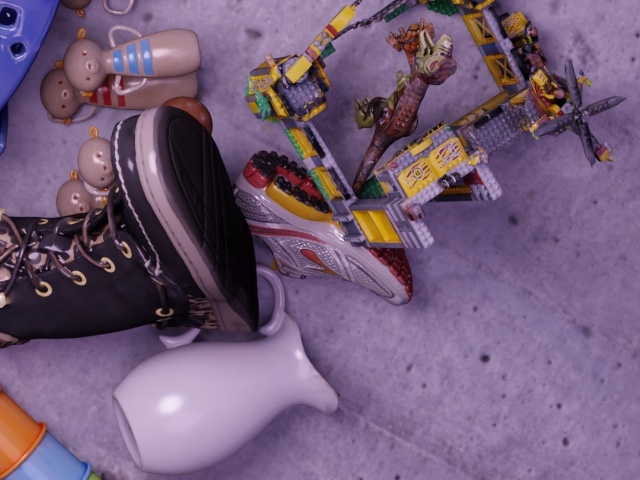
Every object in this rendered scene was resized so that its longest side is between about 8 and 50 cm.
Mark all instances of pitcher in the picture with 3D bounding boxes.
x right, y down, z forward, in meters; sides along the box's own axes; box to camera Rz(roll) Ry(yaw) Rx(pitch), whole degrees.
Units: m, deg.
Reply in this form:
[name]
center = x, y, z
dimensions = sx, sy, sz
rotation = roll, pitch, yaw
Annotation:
[pitcher]
center = -0.109, 0.131, 1.766
dimensions = 0.207, 0.125, 0.177
rotation = -21, 87, -16

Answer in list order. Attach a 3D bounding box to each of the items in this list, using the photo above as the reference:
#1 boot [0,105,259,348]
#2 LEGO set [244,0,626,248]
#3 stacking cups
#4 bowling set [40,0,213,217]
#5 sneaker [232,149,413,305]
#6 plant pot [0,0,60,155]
[boot]
center = -0.217, 0.004, 1.587
dimensions = 0.284, 0.377, 0.138
rotation = -6, 71, 7
[LEGO set]
center = 0.113, -0.138, 1.650
dimensions = 0.331, 0.192, 0.255
rotation = -26, 101, -21
[stacking cups]
center = -0.277, 0.232, 1.761
dimensions = 0.096, 0.096, 0.316
rotation = -41, 108, 1
[bowling set]
center = -0.186, -0.133, 1.639
dimensions = 0.154, 0.200, 0.287
rotation = -8, 102, -7
[sneaker]
center = 0.000, 0.000, 1.774
dimensions = 0.225, 0.088, 0.092
rotation = 34, 116, -17
[plant pot]
center = -0.364, -0.197, 1.569
dimensions = 0.236, 0.236, 0.212
rotation = 14, 107, -15
